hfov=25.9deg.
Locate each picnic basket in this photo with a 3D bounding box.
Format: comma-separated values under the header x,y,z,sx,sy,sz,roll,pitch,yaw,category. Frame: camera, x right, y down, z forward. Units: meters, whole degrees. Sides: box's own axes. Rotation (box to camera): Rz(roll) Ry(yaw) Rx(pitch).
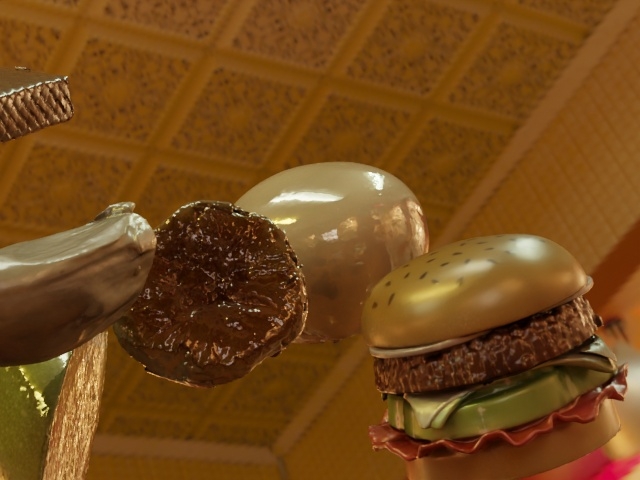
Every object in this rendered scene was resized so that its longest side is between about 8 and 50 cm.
x,y,z,sx,sy,sz,roll,pitch,yaw,category
-0.340,-0.141,1.433,0.110,0.193,0.055,10,-73,19,picnic basket

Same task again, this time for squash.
x,y,z,sx,sy,sz,roll,pitch,yaw,category
-0.230,0.168,1.284,0.189,0.260,0.189,-18,-55,-28,squash

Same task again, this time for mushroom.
x,y,z,sx,sy,sz,roll,pitch,yaw,category
-0.292,0.069,1.136,0.351,0.097,0.109,-24,-32,-24,mushroom

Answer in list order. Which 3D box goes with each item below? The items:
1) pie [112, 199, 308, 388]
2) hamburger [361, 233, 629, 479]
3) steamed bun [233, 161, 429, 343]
x,y,z,sx,sy,sz,roll,pitch,yaw,category
-0.102,0.052,1.318,0.195,0.195,0.046,-13,-25,-13,pie
0.100,0.067,0.857,0.175,0.175,0.137,-18,-83,-6,hamburger
0.000,0.000,2.039,0.324,0.324,0.206,-17,-67,-7,steamed bun
